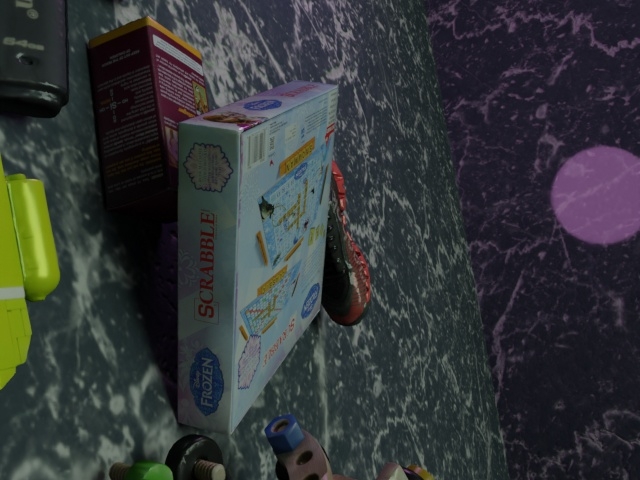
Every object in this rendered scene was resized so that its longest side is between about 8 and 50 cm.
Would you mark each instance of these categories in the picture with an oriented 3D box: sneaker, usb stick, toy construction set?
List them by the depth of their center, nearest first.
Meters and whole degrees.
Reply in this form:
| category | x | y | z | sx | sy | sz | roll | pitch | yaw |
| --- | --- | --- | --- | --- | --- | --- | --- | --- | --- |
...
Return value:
| category | x | y | z | sx | sy | sz | roll | pitch | yaw |
| --- | --- | --- | --- | --- | --- | --- | --- | --- | --- |
| toy construction set | -0.002 | 0.320 | 0.631 | 0.257 | 0.237 | 0.309 | -10 | 95 | -50 |
| usb stick | -0.267 | -0.244 | 0.640 | 0.077 | 0.045 | 0.278 | 6 | 69 | -39 |
| sneaker | 0.000 | 0.000 | 1.076 | 0.135 | 0.097 | 0.276 | -2 | 76 | -68 |

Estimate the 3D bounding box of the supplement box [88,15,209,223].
| category | x | y | z | sx | sy | sz | roll | pitch | yaw |
| --- | --- | --- | --- | --- | --- | --- | --- | --- | --- |
| supplement box | -0.174 | -0.122 | 0.754 | 0.104 | 0.080 | 0.188 | 18 | 60 | -65 |

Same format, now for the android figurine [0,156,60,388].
| category | x | y | z | sx | sy | sz | roll | pitch | yaw |
| --- | --- | --- | --- | --- | --- | --- | --- | --- | --- |
| android figurine | -0.276 | 0.007 | 0.469 | 0.248 | 0.056 | 0.273 | 6 | 70 | -67 |

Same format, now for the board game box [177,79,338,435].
| category | x | y | z | sx | sy | sz | roll | pitch | yaw |
| --- | --- | --- | --- | --- | --- | --- | --- | --- | --- |
| board game box | -0.063 | -0.003 | 0.810 | 0.319 | 0.065 | 0.318 | -46 | 144 | -65 |
